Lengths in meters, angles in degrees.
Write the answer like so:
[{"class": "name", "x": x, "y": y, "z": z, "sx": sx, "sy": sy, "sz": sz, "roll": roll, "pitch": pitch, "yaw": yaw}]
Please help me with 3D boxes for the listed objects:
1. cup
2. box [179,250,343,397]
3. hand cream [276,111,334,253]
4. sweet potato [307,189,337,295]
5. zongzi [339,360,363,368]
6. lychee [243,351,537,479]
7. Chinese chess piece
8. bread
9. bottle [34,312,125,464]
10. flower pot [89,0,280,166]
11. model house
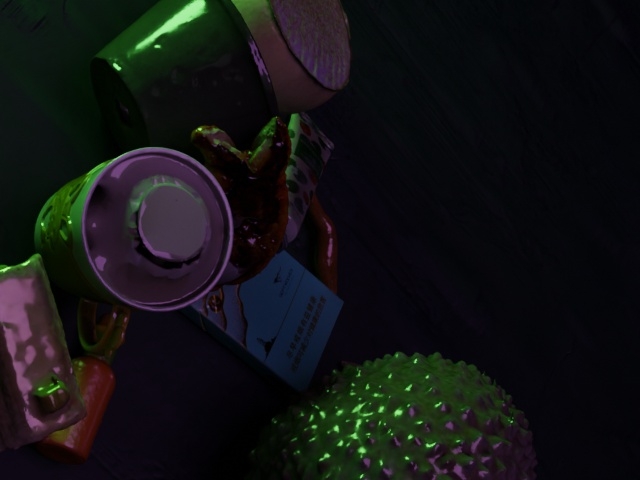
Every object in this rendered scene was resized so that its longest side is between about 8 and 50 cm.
[{"class": "cup", "x": -0.237, "y": 0.019, "z": 1.571, "sx": 0.185, "sy": 0.226, "sz": 0.241, "roll": 22, "pitch": 77, "yaw": -29}, {"class": "box", "x": -0.079, "y": 0.085, "z": 1.832, "sx": 0.229, "sy": 0.041, "sz": 0.162, "roll": 41, "pitch": 55, "yaw": -29}, {"class": "hand cream", "x": -0.037, "y": -0.084, "z": 1.880, "sx": 0.095, "sy": 0.059, "sz": 0.276, "roll": 48, "pitch": 36, "yaw": -24}, {"class": "sweet potato", "x": 0.005, "y": 0.000, "z": 1.928, "sx": 0.044, "sy": 0.044, "sz": 0.179, "roll": -10, "pitch": 90, "yaw": -43}, {"class": "zongzi", "x": 0.082, "y": 0.283, "z": 1.936, "sx": 0.178, "sy": 0.081, "sz": 0.189, "roll": 21, "pitch": 82, "yaw": -11}, {"class": "lychee", "x": 0.098, "y": 0.331, "z": 1.720, "sx": 0.432, "sy": 0.380, "sz": 0.380, "roll": -35, "pitch": 104, "yaw": -42}, {"class": "Chinese chess piece", "x": -0.059, "y": -0.306, "z": 1.837, "sx": 0.270, "sy": 0.112, "sz": 0.270, "roll": 45, "pitch": 35, "yaw": -45}, {"class": "bread", "x": -0.108, "y": -0.046, "z": 1.668, "sx": 0.139, "sy": 0.095, "sz": 0.269, "roll": -8, "pitch": 128, "yaw": -22}, {"class": "bottle", "x": -0.279, "y": 0.173, "z": 1.612, "sx": 0.069, "sy": 0.069, "sz": 0.187, "roll": 38, "pitch": 56, "yaw": -30}, {"class": "flower pot", "x": -0.182, "y": -0.189, "z": 1.692, "sx": 0.166, "sy": 0.269, "sz": 0.269, "roll": -24, "pitch": 97, "yaw": -22}, {"class": "model house", "x": -0.342, "y": 0.117, "z": 1.454, "sx": 0.175, "sy": 0.234, "sz": 0.193, "roll": -17, "pitch": 94, "yaw": -43}]
